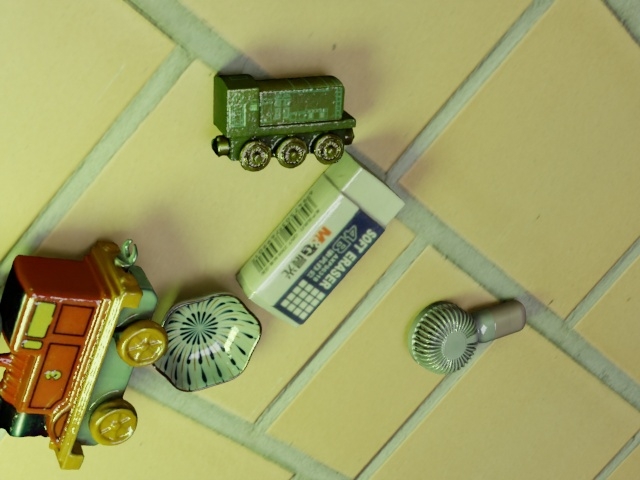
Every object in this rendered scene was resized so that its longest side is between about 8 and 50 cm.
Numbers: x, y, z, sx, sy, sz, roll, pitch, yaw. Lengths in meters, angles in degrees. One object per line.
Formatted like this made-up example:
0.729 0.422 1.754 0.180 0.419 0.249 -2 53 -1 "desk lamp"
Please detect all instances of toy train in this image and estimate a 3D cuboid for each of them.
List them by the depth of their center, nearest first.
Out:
-0.369 0.156 1.501 0.231 0.163 0.369 11 113 -31 "toy train"
-0.053 -0.182 1.510 0.225 0.090 0.137 -8 116 -21 "toy train"

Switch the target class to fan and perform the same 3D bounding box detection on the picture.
0.277 0.167 1.868 0.244 0.074 0.130 -14 111 -24 "fan"

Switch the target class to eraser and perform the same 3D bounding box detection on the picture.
0.000 0.000 1.637 0.124 0.081 0.279 36 98 -35 "eraser"

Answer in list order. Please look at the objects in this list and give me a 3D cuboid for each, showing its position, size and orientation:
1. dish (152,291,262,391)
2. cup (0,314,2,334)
-0.194 0.152 1.642 0.190 0.066 0.191 -12 123 -20 "dish"
-0.554 0.170 1.436 0.199 0.199 0.150 -8 138 -21 "cup"
